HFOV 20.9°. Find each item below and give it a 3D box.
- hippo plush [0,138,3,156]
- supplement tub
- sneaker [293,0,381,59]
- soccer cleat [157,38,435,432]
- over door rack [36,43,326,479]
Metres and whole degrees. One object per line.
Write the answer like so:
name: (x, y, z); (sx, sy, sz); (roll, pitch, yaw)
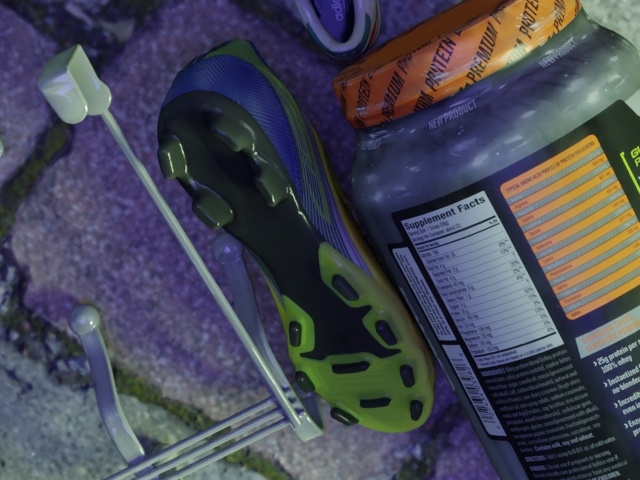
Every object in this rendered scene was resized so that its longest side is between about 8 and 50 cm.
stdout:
hippo plush: (-0.288, -0.195, 0.992); (0.234, 0.236, 0.294); (15, 103, -1)
supplement tub: (0.144, 0.009, 1.039); (0.194, 0.193, 0.316); (-26, 100, 9)
sneaker: (0.002, -0.187, 1.061); (0.057, 0.075, 0.161); (-13, 102, 6)
soccer cleat: (0.001, -0.001, 1.093); (0.093, 0.121, 0.289); (-17, 120, 29)
over door rack: (-0.172, 0.044, 1.090); (0.240, 0.108, 0.324); (-27, 122, 9)
